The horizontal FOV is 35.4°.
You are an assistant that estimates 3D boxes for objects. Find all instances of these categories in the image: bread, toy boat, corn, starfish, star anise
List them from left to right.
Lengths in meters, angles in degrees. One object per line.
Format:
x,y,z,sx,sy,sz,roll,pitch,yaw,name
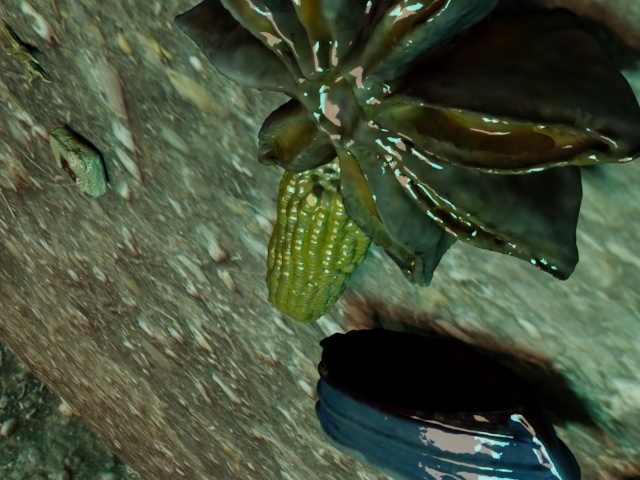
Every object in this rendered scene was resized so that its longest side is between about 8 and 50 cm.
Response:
-0.344,-0.216,1.157,0.092,0.016,0.086,19,144,55,starfish
-0.297,-0.097,1.226,0.083,0.035,0.070,41,153,22,bread
0.000,0.000,0.833,0.086,0.086,0.288,43,157,11,corn
0.040,-0.109,0.578,0.332,0.117,0.331,28,146,21,star anise
0.098,0.167,0.854,0.309,0.129,0.142,14,127,49,toy boat
